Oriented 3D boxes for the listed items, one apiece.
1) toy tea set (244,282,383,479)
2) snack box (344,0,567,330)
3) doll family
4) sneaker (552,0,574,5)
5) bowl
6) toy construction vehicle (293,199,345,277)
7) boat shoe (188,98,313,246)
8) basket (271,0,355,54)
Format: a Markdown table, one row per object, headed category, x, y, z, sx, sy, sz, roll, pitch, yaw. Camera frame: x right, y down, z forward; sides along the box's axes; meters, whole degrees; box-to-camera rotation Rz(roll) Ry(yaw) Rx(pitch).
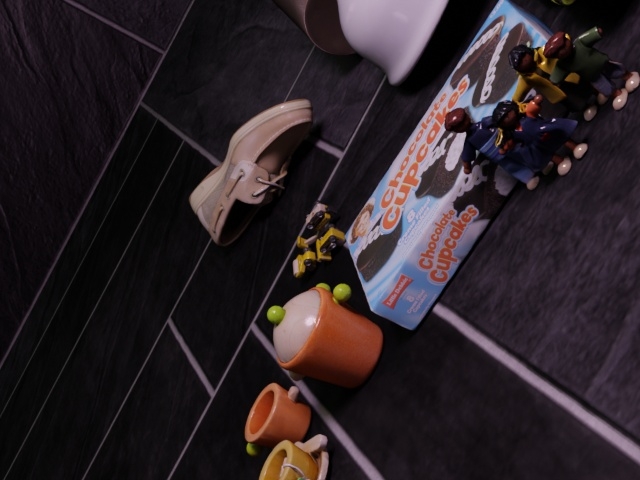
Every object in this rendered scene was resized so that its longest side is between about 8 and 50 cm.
| category | x | y | z | sx | sy | sz | roll | pitch | yaw |
| --- | --- | --- | --- | --- | --- | --- | --- | --- | --- |
| toy tea set | -0.058 | 0.188 | 1.472 | 0.336 | 0.124 | 0.200 | -67 | 19 | -12 |
| snack box | 0.144 | -0.083 | 1.410 | 0.322 | 0.060 | 0.187 | -57 | 19 | 17 |
| doll family | 0.196 | -0.124 | 1.248 | 0.193 | 0.111 | 0.076 | -55 | 20 | 22 |
| sneaker | 0.242 | -0.342 | 1.401 | 0.147 | 0.145 | 0.385 | -45 | 19 | 10 |
| bowl | 0.095 | -0.355 | 1.706 | 0.298 | 0.134 | 0.298 | -157 | 90 | -83 |
| toy construction vehicle | 0.000 | 0.000 | 1.729 | 0.098 | 0.035 | 0.086 | -51 | 33 | 37 |
| boat shoe | -0.091 | -0.099 | 2.014 | 0.302 | 0.109 | 0.098 | -44 | 65 | 42 |
| basket | 0.008 | -0.373 | 2.005 | 0.154 | 0.204 | 0.227 | -37 | 33 | 5 |
